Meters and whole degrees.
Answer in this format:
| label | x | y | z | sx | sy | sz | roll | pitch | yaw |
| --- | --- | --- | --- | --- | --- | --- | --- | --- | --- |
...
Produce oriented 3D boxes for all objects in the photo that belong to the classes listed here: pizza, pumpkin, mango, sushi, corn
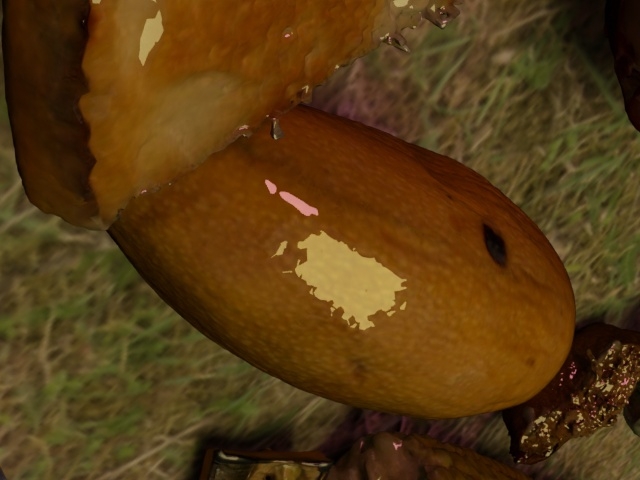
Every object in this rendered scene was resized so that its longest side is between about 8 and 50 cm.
| label | x | y | z | sx | sy | sz | roll | pitch | yaw |
| --- | --- | --- | --- | --- | --- | --- | --- | --- | --- |
| pizza | -0.002 | -0.163 | 0.442 | 0.223 | 0.089 | 0.323 | -10 | 125 | -54 |
| pumpkin | -0.039 | 0.138 | 0.769 | 0.073 | 0.035 | 0.101 | 1 | 129 | -28 |
| mango | -0.002 | 0.005 | 0.574 | 0.262 | 0.157 | 0.109 | 20 | 104 | -36 |
| sushi | 0.161 | 0.093 | 0.884 | 0.118 | 0.060 | 0.061 | -48 | 138 | 4 |
| corn | 0.111 | 0.203 | 0.892 | 0.131 | 0.131 | 0.344 | -49 | 140 | 8 |

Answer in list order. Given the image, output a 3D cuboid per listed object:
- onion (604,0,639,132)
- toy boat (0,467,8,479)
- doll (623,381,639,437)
| label | x | y | z | sx | sy | sz | roll | pitch | yaw |
| --- | --- | --- | --- | --- | --- | --- | --- | --- | --- |
| onion | 0.277 | -0.131 | 0.625 | 0.314 | 0.232 | 0.314 | -24 | 140 | -22 |
| toy boat | -0.262 | 0.160 | 0.501 | 0.332 | 0.145 | 0.133 | -37 | 120 | -12 |
| doll | 0.274 | 0.043 | 0.928 | 0.214 | 0.071 | 0.103 | -45 | 145 | -4 |
